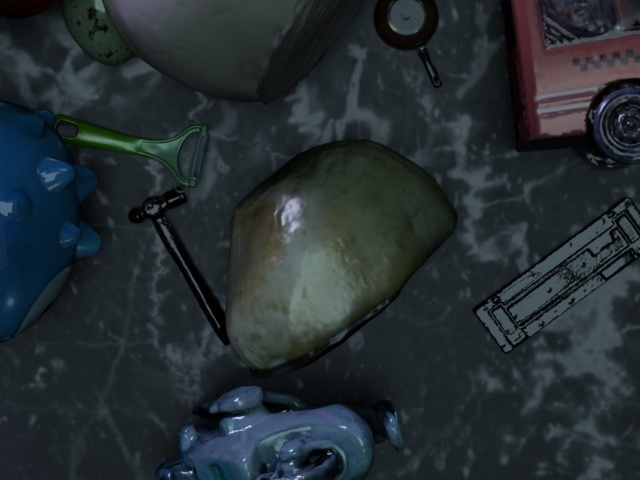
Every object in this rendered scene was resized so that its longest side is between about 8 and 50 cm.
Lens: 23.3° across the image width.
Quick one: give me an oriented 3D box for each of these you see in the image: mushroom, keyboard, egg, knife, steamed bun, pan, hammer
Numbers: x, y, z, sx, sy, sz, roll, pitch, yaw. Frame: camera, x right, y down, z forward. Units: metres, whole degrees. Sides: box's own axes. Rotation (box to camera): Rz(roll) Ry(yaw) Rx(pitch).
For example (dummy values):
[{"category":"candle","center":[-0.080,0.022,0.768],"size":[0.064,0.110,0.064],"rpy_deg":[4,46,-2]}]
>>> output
[{"category":"mushroom","center":[-0.002,0.003,1.548],"size":[0.267,0.189,0.164],"rpy_deg":[-35,97,2]},{"category":"keyboard","center":[0.261,0.037,1.641],"size":[0.204,0.013,0.061],"rpy_deg":[-37,94,2]},{"category":"egg","center":[-0.220,-0.233,1.584],"size":[0.085,0.085,0.110],"rpy_deg":[-17,110,1]},{"category":"knife","center":[-0.203,-0.099,1.623],"size":[0.166,0.022,0.078],"rpy_deg":[11,76,0]},{"category":"steamed bun","center":[-0.098,-0.301,1.481],"size":[0.309,0.309,0.309],"rpy_deg":[0,94,0]},{"category":"pan","center":[0.101,-0.212,1.617],"size":[0.068,0.023,0.115],"rpy_deg":[-27,94,1]},{"category":"hammer","center":[-0.135,0.030,1.635],"size":[0.065,0.021,0.178],"rpy_deg":[-29,94,1]}]

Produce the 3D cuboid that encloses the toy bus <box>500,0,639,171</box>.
[{"category":"toy bus","center":[0.395,-0.201,1.534],"size":[0.427,0.203,0.233],"rpy_deg":[-9,89,3]}]

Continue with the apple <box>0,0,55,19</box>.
[{"category":"apple","center":[-0.365,-0.353,1.483],"size":[0.288,0.288,0.316],"rpy_deg":[-12,100,1]}]

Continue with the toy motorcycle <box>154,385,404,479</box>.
[{"category":"toy motorcycle","center":[-0.036,0.211,1.542],"size":[0.206,0.260,0.154],"rpy_deg":[-18,96,-40]}]

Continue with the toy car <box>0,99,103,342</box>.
[{"category":"toy car","center":[-0.315,-0.024,1.549],"size":[0.190,0.188,0.255],"rpy_deg":[-4,92,-6]}]
